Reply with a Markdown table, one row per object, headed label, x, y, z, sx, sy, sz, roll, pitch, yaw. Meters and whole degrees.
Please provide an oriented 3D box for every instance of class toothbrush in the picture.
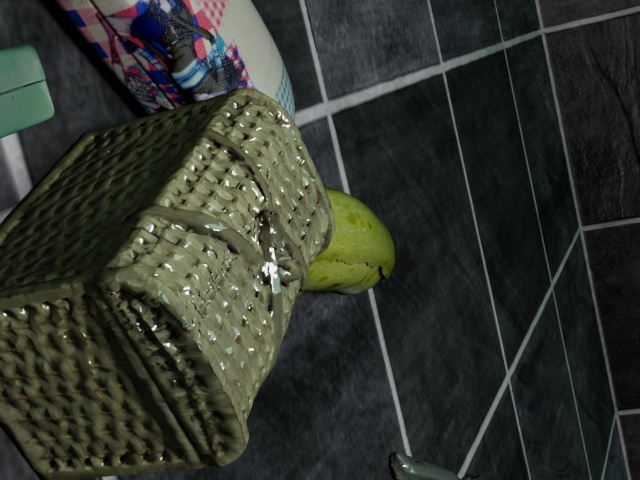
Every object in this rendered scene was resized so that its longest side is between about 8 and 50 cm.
| label | x | y | z | sx | sy | sz | roll | pitch | yaw |
| --- | --- | --- | --- | --- | --- | --- | --- | --- | --- |
| toothbrush | 0.145 | 0.278 | 1.148 | 0.297 | 0.030 | 0.030 | 33 | 26 | -58 |

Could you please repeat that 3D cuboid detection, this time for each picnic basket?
| label | x | y | z | sx | sy | sz | roll | pitch | yaw |
| --- | --- | --- | --- | --- | --- | --- | --- | --- | --- |
| picnic basket | -0.086 | 0.020 | 0.556 | 0.196 | 0.154 | 0.134 | -67 | 141 | -52 |

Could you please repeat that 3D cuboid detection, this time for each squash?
| label | x | y | z | sx | sy | sz | roll | pitch | yaw |
| --- | --- | --- | --- | --- | --- | --- | --- | --- | --- |
| squash | 0.000 | 0.000 | 0.810 | 0.341 | 0.094 | 0.095 | 18 | 65 | -70 |

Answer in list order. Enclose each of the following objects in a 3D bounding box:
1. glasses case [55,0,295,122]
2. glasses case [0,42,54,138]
| label | x | y | z | sx | sy | sz | roll | pitch | yaw |
| --- | --- | --- | --- | --- | --- | --- | --- | --- | --- |
| glasses case | -0.104 | -0.159 | 0.678 | 0.327 | 0.076 | 0.125 | 53 | 39 | -47 |
| glasses case | -0.198 | -0.046 | 0.419 | 0.184 | 0.077 | 0.039 | -45 | 123 | -62 |
